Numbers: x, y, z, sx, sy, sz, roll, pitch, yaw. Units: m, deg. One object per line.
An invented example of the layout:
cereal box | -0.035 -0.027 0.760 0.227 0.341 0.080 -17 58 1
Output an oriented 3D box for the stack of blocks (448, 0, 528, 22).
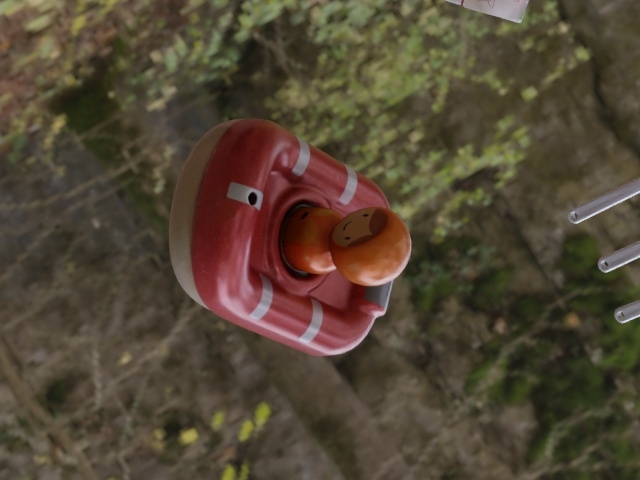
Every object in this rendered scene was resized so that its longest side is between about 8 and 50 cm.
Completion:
stack of blocks | 0.135 -0.276 1.045 0.297 0.087 0.171 -71 177 -52

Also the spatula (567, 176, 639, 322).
spatula | 0.361 -0.011 1.443 0.019 0.168 0.242 -24 176 -36

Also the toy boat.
toy boat | 0.000 0.000 1.048 0.151 0.151 0.231 3 164 41
